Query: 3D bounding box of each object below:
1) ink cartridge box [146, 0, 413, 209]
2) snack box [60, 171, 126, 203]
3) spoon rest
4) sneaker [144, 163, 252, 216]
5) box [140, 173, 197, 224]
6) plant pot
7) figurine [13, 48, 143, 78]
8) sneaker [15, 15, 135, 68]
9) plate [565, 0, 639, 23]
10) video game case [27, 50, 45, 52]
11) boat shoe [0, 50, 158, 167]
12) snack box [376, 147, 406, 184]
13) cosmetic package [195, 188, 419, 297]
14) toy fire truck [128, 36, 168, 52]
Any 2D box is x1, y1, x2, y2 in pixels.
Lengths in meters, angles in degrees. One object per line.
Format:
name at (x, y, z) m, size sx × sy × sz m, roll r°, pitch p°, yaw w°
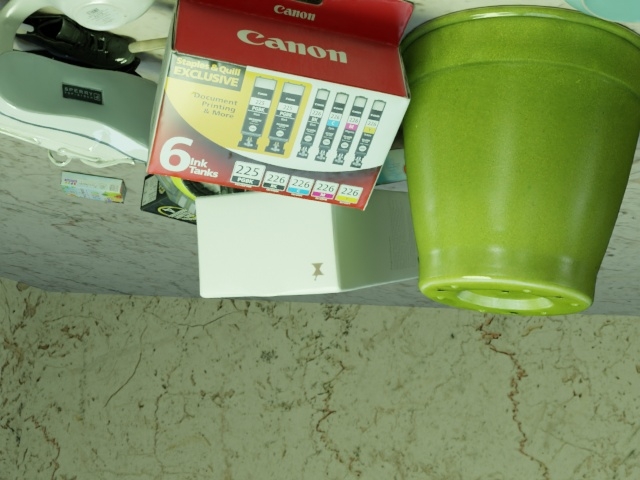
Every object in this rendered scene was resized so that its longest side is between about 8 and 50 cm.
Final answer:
ink cartridge box at (-0.053, -0.200, 1.307) m, size 0.310 × 0.130 × 0.271 m, roll 9°, pitch 133°, yaw -13°
snack box at (-0.535, -0.124, 2.345) m, size 0.141 × 0.037 × 0.100 m, roll 9°, pitch 166°, yaw -5°
spoon rest at (-0.352, -0.322, 1.367) m, size 0.276 × 0.084 × 0.137 m, roll -15°, pitch 159°, yaw 26°
sneaker at (-0.211, -0.084, 1.862) m, size 0.121 × 0.111 × 0.300 m, roll 11°, pitch 151°, yaw 38°
box at (-0.165, -0.101, 2.114) m, size 0.318 × 0.097 × 0.395 m, roll 13°, pitch 164°, yaw -30°
plant pot at (0.271, -0.085, 1.392) m, size 0.367 × 0.352 × 0.366 m, roll 7°, pitch 166°, yaw 2°
figurine at (-0.380, -0.242, 1.627) m, size 0.210 × 0.092 × 0.215 m, roll -6°, pitch 164°, yaw 0°
sneaker at (-0.368, -0.299, 1.485) m, size 0.170 × 0.051 × 0.089 m, roll 9°, pitch 172°, yaw 6°
plate at (0.373, -0.294, 1.170) m, size 0.188 × 0.024 × 0.188 m, roll 8°, pitch 168°, yaw 2°
video game case at (-0.443, -0.280, 1.688) m, size 0.119 × 0.015 × 0.166 m, roll 2°, pitch 166°, yaw 22°
boat shoe at (-0.362, -0.171, 1.507) m, size 0.367 × 0.135 × 0.156 m, roll 8°, pitch 156°, yaw -43°
snack box at (0.048, -0.122, 1.815) m, size 0.187 × 0.060 × 0.322 m, roll -12°, pitch -176°, yaw -36°
cosmetic package at (0.000, 0.000, 1.656) m, size 0.230 × 0.161 × 0.453 m, roll -4°, pitch 180°, yaw 21°
toy fire truck at (-0.170, -0.247, 1.461) m, size 0.246 × 0.158 × 0.217 m, roll 39°, pitch 146°, yaw -29°
